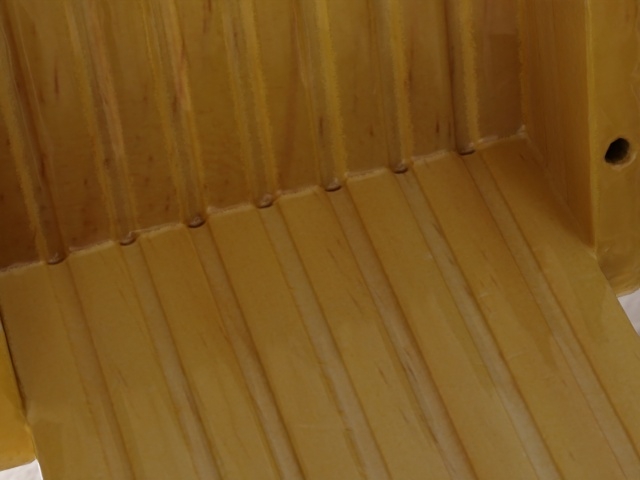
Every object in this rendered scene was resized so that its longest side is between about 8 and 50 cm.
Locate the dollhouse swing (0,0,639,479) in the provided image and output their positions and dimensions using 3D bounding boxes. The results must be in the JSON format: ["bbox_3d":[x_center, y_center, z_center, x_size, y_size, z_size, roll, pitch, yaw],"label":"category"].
[{"bbox_3d":[0.000,0.000,0.810,0.347,0.315,0.305,-14,-145,-10],"label":"dollhouse swing"}]
